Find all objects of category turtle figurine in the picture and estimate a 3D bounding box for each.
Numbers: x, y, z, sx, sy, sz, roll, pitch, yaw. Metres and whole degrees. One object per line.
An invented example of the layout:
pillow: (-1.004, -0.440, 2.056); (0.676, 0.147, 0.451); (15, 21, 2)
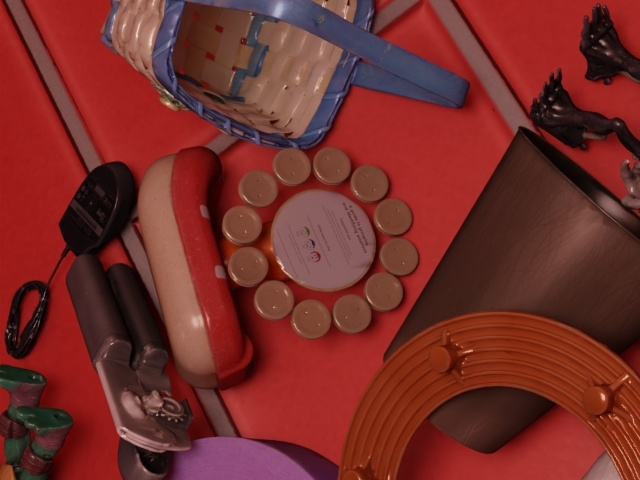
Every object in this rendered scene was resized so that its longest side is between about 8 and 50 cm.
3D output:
turtle figurine: (-0.318, 0.252, 1.429); (0.175, 0.118, 0.234); (32, 110, 31)

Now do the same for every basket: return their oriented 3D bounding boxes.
basket: (0.170, 0.054, 1.206); (0.204, 0.154, 0.227); (45, 105, 20)
basket: (-0.036, -0.186, 1.301); (0.289, 0.255, 0.201); (13, 84, 47)

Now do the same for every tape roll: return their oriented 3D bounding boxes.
tape roll: (-0.072, 0.318, 1.310); (0.275, 0.090, 0.274); (-5, 79, 27)

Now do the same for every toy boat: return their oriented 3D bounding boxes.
toy boat: (-0.085, 0.018, 1.362); (0.151, 0.151, 0.231); (-14, 73, -8)

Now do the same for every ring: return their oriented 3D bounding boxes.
ring: (0.139, 0.222, 1.106); (0.337, 0.032, 0.336); (1, 92, 38)

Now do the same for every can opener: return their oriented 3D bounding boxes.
can opener: (-0.193, 0.123, 1.357); (0.095, 0.076, 0.283); (-60, 32, 20)

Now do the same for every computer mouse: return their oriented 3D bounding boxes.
computer mouse: (-0.258, 0.023, 1.492); (0.071, 0.041, 0.242); (46, 109, 35)

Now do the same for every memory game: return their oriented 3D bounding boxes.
memory game: (0.000, 0.000, 1.314); (0.186, 0.012, 0.186); (4, 72, -12)

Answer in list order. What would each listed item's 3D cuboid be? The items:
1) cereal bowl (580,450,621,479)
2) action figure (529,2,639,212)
cereal bowl: (0.326, 0.278, 1.088); (0.339, 0.141, 0.338); (-5, 78, 27)
action figure: (0.302, -0.076, 1.167); (0.276, 0.141, 0.164); (37, 85, 29)
